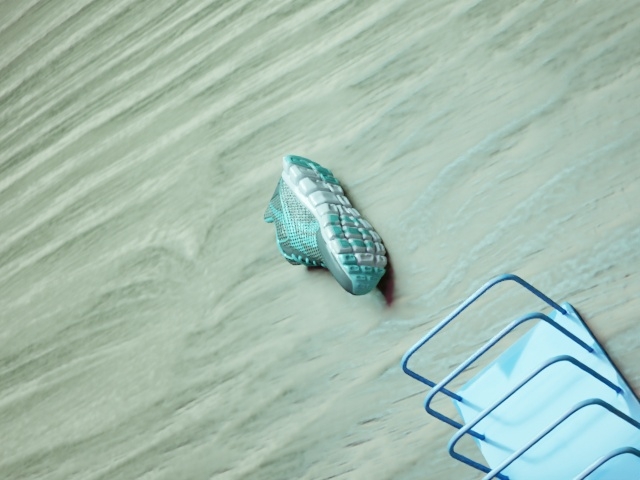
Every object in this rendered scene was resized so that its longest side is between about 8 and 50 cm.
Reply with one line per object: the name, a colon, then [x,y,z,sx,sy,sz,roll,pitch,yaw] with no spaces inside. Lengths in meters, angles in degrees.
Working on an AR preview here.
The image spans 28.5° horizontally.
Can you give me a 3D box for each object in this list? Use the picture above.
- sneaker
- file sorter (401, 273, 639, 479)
sneaker: [0.000,0.000,1.103,0.076,0.065,0.166,-57,40,25]
file sorter: [0.149,0.124,0.874,0.118,0.104,0.170,-42,48,15]
